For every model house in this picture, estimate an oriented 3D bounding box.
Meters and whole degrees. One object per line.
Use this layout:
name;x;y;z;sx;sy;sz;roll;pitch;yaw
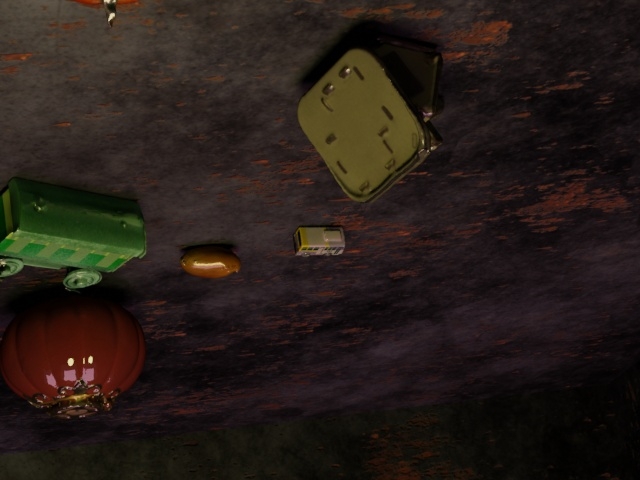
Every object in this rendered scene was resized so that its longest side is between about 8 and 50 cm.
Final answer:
model house;0.143;-0.222;1.910;0.278;0.205;0.218;-31;176;-40

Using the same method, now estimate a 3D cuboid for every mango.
mango;-0.224;0.042;2.448;0.127;0.063;0.077;3;159;-17

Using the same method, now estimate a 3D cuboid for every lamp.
lamp;-0.516;0.238;2.526;0.303;0.257;0.303;-8;159;-3

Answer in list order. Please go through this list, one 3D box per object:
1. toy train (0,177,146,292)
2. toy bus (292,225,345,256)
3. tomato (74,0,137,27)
toy train;-0.472;-0.007;2.155;0.300;0.120;0.202;11;145;-41
toy bus;0.000;0.000;2.466;0.102;0.052;0.058;0;156;-19
tomato;-0.233;-0.368;1.276;0.255;0.224;0.256;-13;157;-6
